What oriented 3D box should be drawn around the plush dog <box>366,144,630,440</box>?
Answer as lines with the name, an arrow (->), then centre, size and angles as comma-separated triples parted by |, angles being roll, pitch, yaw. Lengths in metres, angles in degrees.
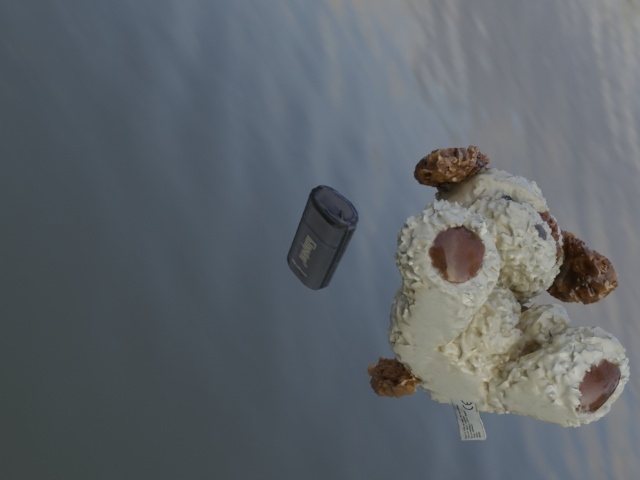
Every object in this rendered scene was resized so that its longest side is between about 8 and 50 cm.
plush dog -> 0.153, 0.036, 1.473 | 0.262, 0.211, 0.225 | 41, 53, -18

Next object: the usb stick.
usb stick -> 0.000, 0.000, 2.152 | 0.077, 0.045, 0.278 | 41, -19, 7
